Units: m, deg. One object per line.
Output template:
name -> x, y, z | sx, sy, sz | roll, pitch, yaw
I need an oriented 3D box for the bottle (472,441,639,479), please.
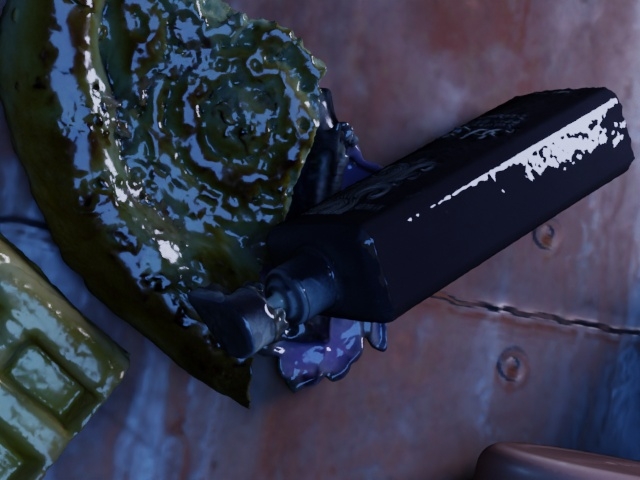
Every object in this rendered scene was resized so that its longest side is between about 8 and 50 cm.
bottle -> 0.146, 0.285, 0.999 | 0.206, 0.173, 0.297 | 9, 89, 11

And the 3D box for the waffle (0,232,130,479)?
waffle -> -0.249, 0.117, 0.894 | 0.168, 0.057, 0.274 | 45, 73, -16

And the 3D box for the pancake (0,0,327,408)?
pancake -> -0.090, -0.081, 0.938 | 0.197, 0.054, 0.377 | -19, 98, -6

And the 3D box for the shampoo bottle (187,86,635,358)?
shampoo bottle -> 0.058, -0.010, 0.942 | 0.309, 0.098, 0.071 | -31, 114, -35

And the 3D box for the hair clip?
hair clip -> 0.000, 0.000, 0.998 | 0.124, 0.052, 0.195 | 0, 95, -15
